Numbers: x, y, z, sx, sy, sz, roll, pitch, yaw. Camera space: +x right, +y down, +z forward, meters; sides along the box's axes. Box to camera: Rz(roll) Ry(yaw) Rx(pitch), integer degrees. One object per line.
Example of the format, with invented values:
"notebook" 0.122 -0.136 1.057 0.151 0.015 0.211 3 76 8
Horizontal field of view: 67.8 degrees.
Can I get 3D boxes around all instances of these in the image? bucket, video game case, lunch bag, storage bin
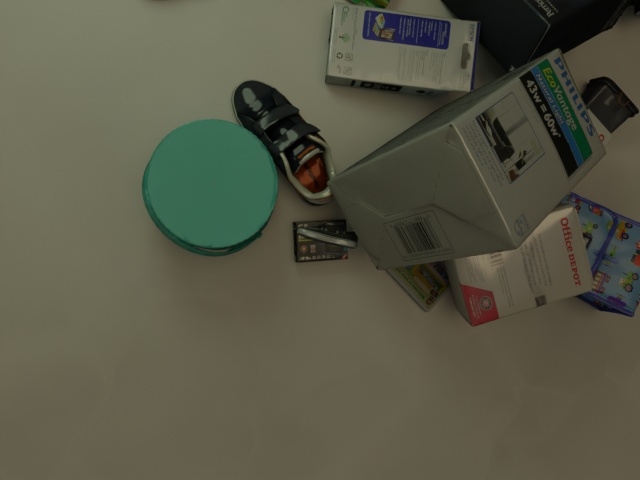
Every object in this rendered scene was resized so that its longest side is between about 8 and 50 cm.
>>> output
"bucket" -0.215 -0.105 0.955 0.281 0.183 0.281 0 91 -12
"video game case" 0.252 0.033 1.151 0.193 0.023 0.212 -46 102 -8
"lunch bag" 0.672 0.024 1.210 0.293 0.138 0.221 27 88 0
"storage bin" 0.719 -0.332 1.210 0.135 0.098 0.091 40 94 -12

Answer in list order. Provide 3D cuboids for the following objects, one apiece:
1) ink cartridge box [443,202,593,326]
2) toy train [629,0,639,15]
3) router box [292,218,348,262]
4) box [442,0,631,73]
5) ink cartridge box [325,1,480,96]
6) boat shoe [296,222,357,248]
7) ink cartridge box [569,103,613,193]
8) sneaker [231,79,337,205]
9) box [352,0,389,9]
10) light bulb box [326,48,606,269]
"ink cartridge box" 0.441 0.050 1.093 0.283 0.117 0.207 -17 99 2
"toy train" 0.849 -0.729 1.184 0.190 0.142 0.334 -2 91 -6
"router box" 0.000 0.000 1.083 0.122 0.038 0.092 -4 93 -13
"box" 0.481 -0.566 1.046 0.294 0.183 0.296 -31 73 -9
"ink cartridge box" 0.182 -0.422 1.071 0.332 0.065 0.166 7 91 -3
"boat shoe" 0.017 -0.015 1.045 0.142 0.049 0.040 13 83 -19
"ink cartridge box" 0.534 -0.263 1.155 0.273 0.114 0.197 42 82 -12
"sneaker" -0.066 -0.216 1.016 0.126 0.127 0.321 -40 99 -7
"box" 0.131 -0.615 1.085 0.105 0.043 0.179 24 89 -12
"light bulb box" 0.275 -0.143 0.930 0.361 0.358 0.225 -36 101 -30
